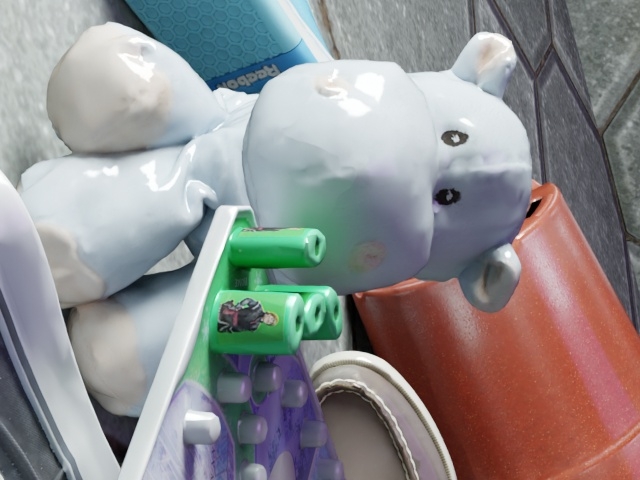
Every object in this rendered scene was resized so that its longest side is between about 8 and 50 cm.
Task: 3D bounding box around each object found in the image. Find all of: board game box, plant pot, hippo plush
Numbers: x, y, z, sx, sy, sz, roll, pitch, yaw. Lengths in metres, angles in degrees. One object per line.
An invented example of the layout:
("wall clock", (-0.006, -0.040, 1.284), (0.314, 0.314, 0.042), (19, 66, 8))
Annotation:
("board game box", (-0.022, 0.250, 0.692), (0.390, 0.050, 0.390), (73, 25, -44))
("plant pot", (0.166, 0.106, 1.329), (0.265, 0.272, 0.272), (64, 24, -15))
("hippo plush", (0.000, 0.000, 0.839), (0.294, 0.236, 0.234), (4, 90, -48))

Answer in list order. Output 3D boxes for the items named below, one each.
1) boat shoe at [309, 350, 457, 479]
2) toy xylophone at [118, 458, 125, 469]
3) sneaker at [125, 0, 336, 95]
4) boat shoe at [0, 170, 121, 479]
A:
("boat shoe", (0.045, 0.245, 1.109), (0.097, 0.116, 0.325), (-51, 132, -68))
("toy xylophone", (-0.051, 0.267, 0.879), (0.236, 0.081, 0.323), (16, 65, -68))
("sneaker", (-0.036, -0.178, 1.098), (0.208, 0.127, 0.319), (-77, 150, -46))
("boat shoe", (-0.155, 0.104, 0.679), (0.102, 0.108, 0.301), (-37, 132, -33))
